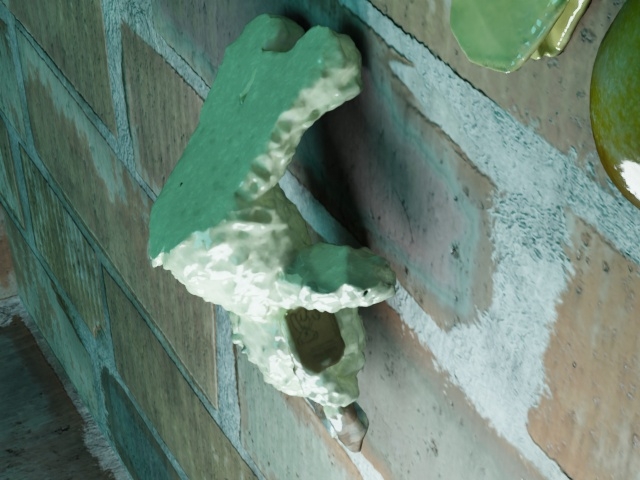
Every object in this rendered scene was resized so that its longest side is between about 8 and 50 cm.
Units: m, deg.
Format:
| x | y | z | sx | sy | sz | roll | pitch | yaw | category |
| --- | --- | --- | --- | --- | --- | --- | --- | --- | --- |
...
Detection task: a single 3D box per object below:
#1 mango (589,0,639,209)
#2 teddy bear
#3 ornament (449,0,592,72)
| x | y | z | sx | sy | sz | roll | pitch | yaw | category |
| --- | --- | --- | --- | --- | --- | --- | --- | --- | --- |
| 0.264 | -0.109 | 0.760 | 0.316 | 0.193 | 0.146 | 117 | 164 | -57 | mango |
| 0.000 | 0.000 | 1.544 | 0.362 | 0.375 | 0.327 | 33 | 177 | -32 | teddy bear |
| 0.160 | -0.229 | 1.051 | 0.180 | 0.059 | 0.201 | 24 | 128 | 56 | ornament |
